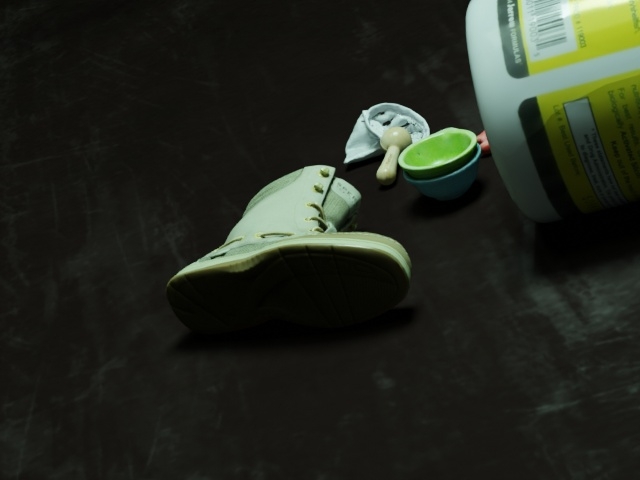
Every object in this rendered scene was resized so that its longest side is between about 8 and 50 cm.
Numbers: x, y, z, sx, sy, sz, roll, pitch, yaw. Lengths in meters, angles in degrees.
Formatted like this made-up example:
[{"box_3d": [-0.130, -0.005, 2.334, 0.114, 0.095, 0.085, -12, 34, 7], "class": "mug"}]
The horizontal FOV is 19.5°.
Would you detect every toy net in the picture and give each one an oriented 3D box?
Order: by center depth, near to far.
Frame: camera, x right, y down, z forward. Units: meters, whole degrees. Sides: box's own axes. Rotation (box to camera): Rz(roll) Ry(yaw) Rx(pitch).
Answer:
[{"box_3d": [0.092, -0.092, 1.613, 0.122, 0.045, 0.232, -30, 25, -15], "class": "toy net"}]

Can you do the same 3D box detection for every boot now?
[{"box_3d": [0.000, 0.000, 1.469, 0.213, 0.077, 0.165, -9, 26, 34], "class": "boot"}]

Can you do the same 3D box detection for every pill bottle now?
[{"box_3d": [0.290, -0.139, 1.371, 0.334, 0.188, 0.188, -14, 26, 17], "class": "pill bottle"}]
